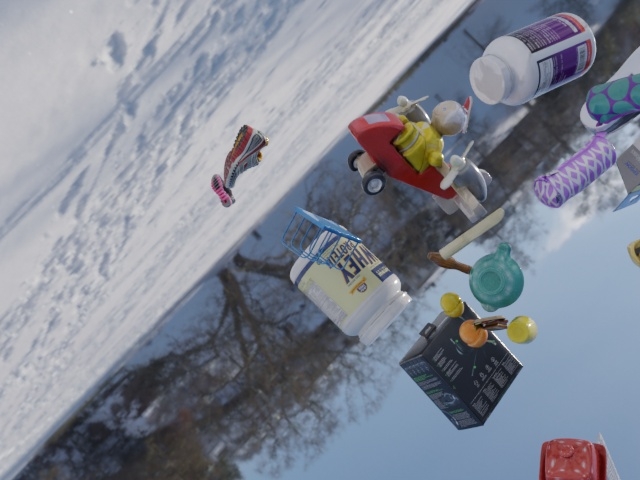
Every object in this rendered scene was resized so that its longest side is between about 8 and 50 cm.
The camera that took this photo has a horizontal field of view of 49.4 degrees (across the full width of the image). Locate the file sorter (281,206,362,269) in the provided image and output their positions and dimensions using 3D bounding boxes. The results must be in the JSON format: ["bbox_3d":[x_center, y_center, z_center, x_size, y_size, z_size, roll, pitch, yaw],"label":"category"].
[{"bbox_3d":[0.000,0.000,1.824,0.170,0.118,0.105,21,100,-50],"label":"file sorter"}]

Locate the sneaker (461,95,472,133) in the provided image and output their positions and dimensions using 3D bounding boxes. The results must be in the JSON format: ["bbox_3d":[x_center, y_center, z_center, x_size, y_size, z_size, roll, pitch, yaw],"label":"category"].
[{"bbox_3d":[0.446,-0.407,2.225,0.042,0.067,0.119,-30,131,-82],"label":"sneaker"}]

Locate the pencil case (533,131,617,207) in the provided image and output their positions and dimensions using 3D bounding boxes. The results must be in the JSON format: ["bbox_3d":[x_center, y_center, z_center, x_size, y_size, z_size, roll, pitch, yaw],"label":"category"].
[{"bbox_3d":[0.568,-0.156,1.558,0.206,0.088,0.086,-35,-155,-18],"label":"pencil case"}]

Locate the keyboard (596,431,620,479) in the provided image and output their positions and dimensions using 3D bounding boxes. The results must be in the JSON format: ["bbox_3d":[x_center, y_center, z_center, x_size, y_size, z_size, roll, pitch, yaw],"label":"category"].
[{"bbox_3d":[0.824,0.660,1.974,0.014,0.256,0.072,-6,-149,43],"label":"keyboard"}]

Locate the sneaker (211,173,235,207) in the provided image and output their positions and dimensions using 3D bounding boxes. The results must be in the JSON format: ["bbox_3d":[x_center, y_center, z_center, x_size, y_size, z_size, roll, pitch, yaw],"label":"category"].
[{"bbox_3d":[-0.318,-0.166,2.297,0.047,0.119,0.057,-27,179,32],"label":"sneaker"}]

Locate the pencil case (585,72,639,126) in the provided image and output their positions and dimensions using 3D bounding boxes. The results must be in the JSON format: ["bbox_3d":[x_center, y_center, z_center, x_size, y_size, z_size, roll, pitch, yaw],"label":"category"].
[{"bbox_3d":[0.501,-0.228,1.102,0.064,0.070,0.151,-12,-175,-29],"label":"pencil case"}]

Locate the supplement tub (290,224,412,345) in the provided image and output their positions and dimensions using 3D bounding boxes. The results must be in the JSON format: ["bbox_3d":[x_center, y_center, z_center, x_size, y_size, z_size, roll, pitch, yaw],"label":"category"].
[{"bbox_3d":[0.094,0.139,2.115,0.235,0.325,0.235,-45,169,-11],"label":"supplement tub"}]

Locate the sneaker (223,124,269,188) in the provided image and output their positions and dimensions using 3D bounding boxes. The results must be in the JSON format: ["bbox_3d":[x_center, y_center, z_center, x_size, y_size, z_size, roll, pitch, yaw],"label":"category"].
[{"bbox_3d":[-0.220,-0.229,2.017,0.225,0.092,0.088,-53,-149,41],"label":"sneaker"}]

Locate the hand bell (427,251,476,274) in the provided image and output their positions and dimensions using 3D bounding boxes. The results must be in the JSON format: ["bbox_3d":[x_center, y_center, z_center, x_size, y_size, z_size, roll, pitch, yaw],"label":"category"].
[{"bbox_3d":[0.401,0.077,1.933,0.126,0.242,0.126,-52,-153,39],"label":"hand bell"}]

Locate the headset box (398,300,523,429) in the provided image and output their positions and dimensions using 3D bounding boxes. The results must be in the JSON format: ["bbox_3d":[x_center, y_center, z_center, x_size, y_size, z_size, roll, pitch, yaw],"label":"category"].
[{"bbox_3d":[0.400,0.354,2.007,0.246,0.283,0.131,-44,-177,-33],"label":"headset box"}]

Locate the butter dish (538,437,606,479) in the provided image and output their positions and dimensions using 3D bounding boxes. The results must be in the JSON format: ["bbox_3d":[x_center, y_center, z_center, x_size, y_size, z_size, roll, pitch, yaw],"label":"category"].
[{"bbox_3d":[0.611,0.543,1.704,0.159,0.118,0.160,-4,-137,27],"label":"butter dish"}]

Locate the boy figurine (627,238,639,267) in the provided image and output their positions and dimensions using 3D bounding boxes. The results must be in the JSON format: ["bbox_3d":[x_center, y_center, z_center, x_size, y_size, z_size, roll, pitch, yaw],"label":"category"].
[{"bbox_3d":[0.858,0.077,1.628,0.177,0.285,0.092,-51,152,6],"label":"boy figurine"}]

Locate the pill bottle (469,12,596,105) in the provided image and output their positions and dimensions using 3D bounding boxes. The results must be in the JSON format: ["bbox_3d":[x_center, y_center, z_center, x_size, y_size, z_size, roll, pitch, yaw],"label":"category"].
[{"bbox_3d":[0.552,-0.469,1.825,0.323,0.182,0.181,-26,174,-23],"label":"pill bottle"}]

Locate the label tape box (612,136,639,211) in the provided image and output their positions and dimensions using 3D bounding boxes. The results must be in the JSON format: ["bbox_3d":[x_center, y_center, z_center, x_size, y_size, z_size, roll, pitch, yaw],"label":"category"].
[{"bbox_3d":[0.978,-0.248,2.037,0.240,0.106,0.334,-13,148,-49],"label":"label tape box"}]

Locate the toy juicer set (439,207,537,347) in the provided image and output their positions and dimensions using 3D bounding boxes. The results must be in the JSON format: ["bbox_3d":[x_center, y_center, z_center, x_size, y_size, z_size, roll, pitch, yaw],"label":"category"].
[{"bbox_3d":[0.393,0.105,1.706,0.209,0.329,0.089,-16,172,27],"label":"toy juicer set"}]

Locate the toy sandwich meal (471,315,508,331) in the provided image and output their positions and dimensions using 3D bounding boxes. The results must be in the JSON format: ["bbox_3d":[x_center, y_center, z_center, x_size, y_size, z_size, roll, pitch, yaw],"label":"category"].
[{"bbox_3d":[0.384,0.190,1.574,0.085,0.029,0.085,-8,167,-2],"label":"toy sandwich meal"}]

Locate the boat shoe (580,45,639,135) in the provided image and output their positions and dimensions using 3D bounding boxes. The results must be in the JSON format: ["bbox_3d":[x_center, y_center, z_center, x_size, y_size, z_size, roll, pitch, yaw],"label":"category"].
[{"bbox_3d":[0.726,-0.349,1.560,0.301,0.108,0.102,-46,147,18],"label":"boat shoe"}]

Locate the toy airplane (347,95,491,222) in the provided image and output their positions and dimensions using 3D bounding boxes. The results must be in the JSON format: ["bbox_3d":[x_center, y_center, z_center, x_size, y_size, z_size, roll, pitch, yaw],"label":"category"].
[{"bbox_3d":[0.289,-0.212,1.728,0.272,0.386,0.384,-59,165,23],"label":"toy airplane"}]
